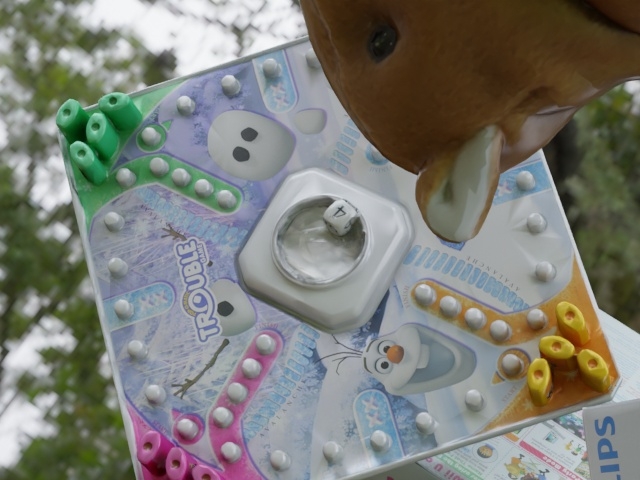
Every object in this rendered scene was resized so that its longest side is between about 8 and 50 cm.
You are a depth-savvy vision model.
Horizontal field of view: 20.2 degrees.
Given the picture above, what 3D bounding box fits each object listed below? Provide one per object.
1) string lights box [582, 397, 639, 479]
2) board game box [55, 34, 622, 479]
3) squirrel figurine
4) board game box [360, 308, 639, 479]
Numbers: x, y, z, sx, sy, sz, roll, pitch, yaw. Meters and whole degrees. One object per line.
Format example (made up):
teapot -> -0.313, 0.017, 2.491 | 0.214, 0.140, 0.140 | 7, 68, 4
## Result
string lights box -> 0.256, 0.088, 0.765 | 0.133, 0.077, 0.259 | 1, -11, -44
board game box -> 0.000, 0.000, 1.459 | 0.390, 0.390, 0.050 | -18, -24, 3
squirrel figurine -> 0.192, -0.138, 0.874 | 0.397, 0.281, 0.370 | 33, -60, -23
board game box -> 0.195, 0.178, 1.601 | 0.224, 0.303, 0.097 | 33, -49, 19
